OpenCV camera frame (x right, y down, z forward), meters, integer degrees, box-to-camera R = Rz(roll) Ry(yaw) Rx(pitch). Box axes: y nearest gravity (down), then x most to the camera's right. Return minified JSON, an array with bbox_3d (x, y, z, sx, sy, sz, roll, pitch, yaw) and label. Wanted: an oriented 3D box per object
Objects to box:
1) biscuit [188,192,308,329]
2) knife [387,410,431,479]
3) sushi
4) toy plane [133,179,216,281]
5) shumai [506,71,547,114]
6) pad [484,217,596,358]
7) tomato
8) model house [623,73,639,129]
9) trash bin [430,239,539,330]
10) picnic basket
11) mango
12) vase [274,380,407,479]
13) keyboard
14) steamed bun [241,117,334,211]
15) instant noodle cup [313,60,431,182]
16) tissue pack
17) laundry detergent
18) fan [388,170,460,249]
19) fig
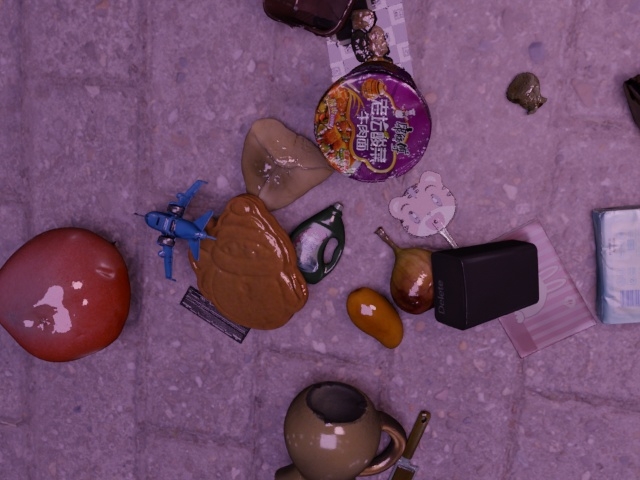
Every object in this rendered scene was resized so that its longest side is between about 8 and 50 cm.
[{"bbox_3d":[-0.192,0.063,1.661,0.312,0.057,0.351,-7,107,29],"label":"biscuit"},{"bbox_3d":[0.225,0.600,1.760,0.061,0.027,0.343,22,105,1],"label":"knife"},{"bbox_3d":[0.105,-0.450,1.543,0.192,0.050,0.215,-8,100,12],"label":"sushi"},{"bbox_3d":[-0.362,-0.035,1.648,0.271,0.105,0.254,15,87,38],"label":"toy plane"},{"bbox_3d":[0.471,-0.329,1.500,0.080,0.082,0.083,15,142,-27],"label":"shumai"},{"bbox_3d":[0.502,0.119,1.613,0.202,0.005,0.299,-29,95,15],"label":"pad"},{"bbox_3d":[-0.649,0.138,1.700,0.342,0.273,0.341,2,103,11],"label":"tomato"},{"bbox_3d":[0.849,-0.254,1.385,0.283,0.297,0.317,-35,56,7],"label":"model house"},{"bbox_3d":[0.376,0.091,1.520,0.226,0.115,0.165,-11,101,-27],"label":"trash bin"},{"bbox_3d":[0.017,-0.599,1.473,0.223,0.129,0.296,26,106,17],"label":"picnic basket"},{"bbox_3d":[0.140,0.194,1.660,0.102,0.085,0.184,-40,98,16],"label":"mango"},{"bbox_3d":[0.062,0.524,1.694,0.330,0.241,0.302,3,116,-14],"label":"vase"},{"bbox_3d":[-0.278,0.197,1.778,0.198,0.010,0.063,33,107,3],"label":"keyboard"},{"bbox_3d":[-0.114,-0.187,1.614,0.231,0.110,0.212,-34,94,13],"label":"steamed bun"},{"bbox_3d":[0.121,-0.279,1.484,0.251,0.190,0.251,4,119,7],"label":"instant noodle cup"},{"bbox_3d":[0.717,0.051,1.516,0.177,0.089,0.263,-5,99,11],"label":"tissue pack"},{"bbox_3d":[0.000,0.000,1.657,0.137,0.063,0.211,35,104,-2],"label":"laundry detergent"},{"bbox_3d":[0.280,-0.045,1.616,0.152,0.008,0.226,-39,91,15],"label":"fan"},{"bbox_3d":[0.219,0.059,1.589,0.160,0.143,0.230,-24,90,-17],"label":"fig"}]
